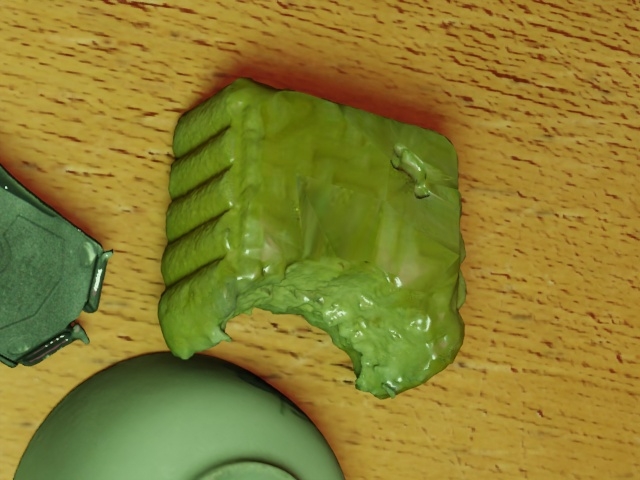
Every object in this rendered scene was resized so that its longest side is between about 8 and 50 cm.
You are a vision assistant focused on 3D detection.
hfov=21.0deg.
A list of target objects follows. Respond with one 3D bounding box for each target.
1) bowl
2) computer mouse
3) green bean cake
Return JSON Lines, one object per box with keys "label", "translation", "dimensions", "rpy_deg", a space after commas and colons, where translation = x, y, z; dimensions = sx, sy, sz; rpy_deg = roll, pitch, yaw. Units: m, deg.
{"label": "bowl", "translation": [-0.085, 0.228, 1.323], "dimensions": [0.289, 0.146, 0.289], "rpy_deg": [3, 84, -27]}
{"label": "computer mouse", "translation": [-0.260, 0.004, 1.299], "dimensions": [0.231, 0.071, 0.126], "rpy_deg": [37, 84, -28]}
{"label": "green bean cake", "translation": [0.000, 0.000, 1.378], "dimensions": [0.236, 0.124, 0.233], "rpy_deg": [14, 68, -29]}
